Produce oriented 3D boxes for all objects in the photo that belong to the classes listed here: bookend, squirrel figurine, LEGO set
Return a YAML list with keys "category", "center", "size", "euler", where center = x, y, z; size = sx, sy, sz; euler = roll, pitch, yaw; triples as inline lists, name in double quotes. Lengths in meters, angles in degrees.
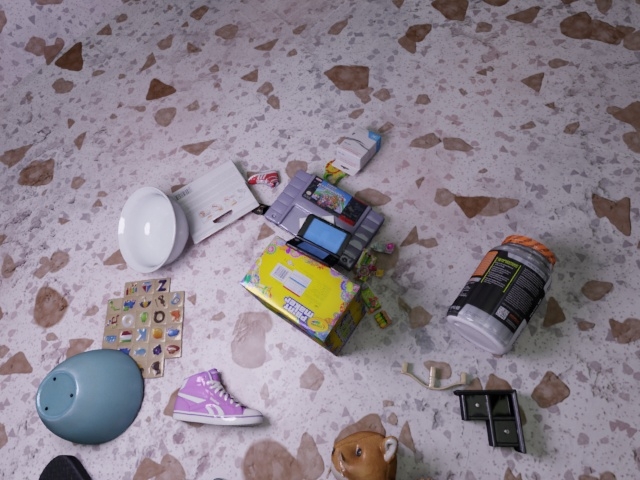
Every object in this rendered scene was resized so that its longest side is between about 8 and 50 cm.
- category: "bookend"
  center: [0.453, 0.486, 1.137]
  size: [0.158, 0.072, 0.156]
  euler: [-3, 67, 9]
- category: "squirrel figurine"
  center: [0.170, 0.679, 1.030]
  size: [0.398, 0.281, 0.369]
  euler: [7, 57, 2]
- category: "LEGO set"
  center: [0.162, 0.128, 1.323]
  size: [0.132, 0.107, 0.286]
  euler: [1, 67, 10]

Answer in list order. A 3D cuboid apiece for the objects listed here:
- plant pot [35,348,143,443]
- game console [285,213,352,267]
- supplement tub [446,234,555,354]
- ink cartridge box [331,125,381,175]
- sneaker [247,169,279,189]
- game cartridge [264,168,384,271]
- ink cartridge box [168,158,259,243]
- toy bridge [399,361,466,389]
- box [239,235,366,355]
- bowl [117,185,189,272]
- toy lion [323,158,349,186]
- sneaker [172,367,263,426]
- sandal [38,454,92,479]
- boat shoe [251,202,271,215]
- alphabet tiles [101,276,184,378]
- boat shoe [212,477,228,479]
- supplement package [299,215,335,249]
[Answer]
- category: "plant pot"
  center: [-0.724, 0.467, 1.269]
  size: [0.291, 0.195, 0.289]
  euler: [-4, 69, 10]
- category: "game console"
  center: [-0.003, -0.002, 1.158]
  size: [0.144, 0.124, 0.085]
  euler: [27, 108, 12]
- category: "supplement tub"
  center: [0.523, 0.149, 1.205]
  size: [0.194, 0.193, 0.316]
  euler: [34, 77, 21]
- category: "ink cartridge box"
  center: [0.130, -0.328, 1.532]
  size: [0.104, 0.060, 0.180]
  euler: [30, 62, 20]
- category: "sneaker"
  center: [-0.212, -0.218, 1.572]
  size: [0.119, 0.042, 0.066]
  euler: [-17, 62, 0]
- category: "game cartridge"
  center: [0.014, -0.080, 1.445]
  size: [0.355, 0.068, 0.230]
  euler: [32, 79, 13]
- category: "ink cartridge box"
  center: [-0.389, -0.140, 1.560]
  size: [0.275, 0.060, 0.238]
  euler: [-32, 70, -5]
- category: "toy bridge"
  center: [0.325, 0.400, 1.222]
  size: [0.189, 0.026, 0.063]
  euler: [6, 69, 13]
- category: "box"
  center: [-0.037, 0.171, 1.243]
  size: [0.290, 0.279, 0.177]
  euler: [30, 75, 21]
- category: "bowl"
  center: [-0.561, -0.035, 1.474]
  size: [0.298, 0.134, 0.297]
  euler: [-2, 87, 31]
- category: "toy lion"
  center: [0.050, -0.253, 1.552]
  size: [0.100, 0.034, 0.096]
  euler: [-43, 60, -10]
- category: "sneaker"
  center: [-0.300, 0.468, 1.259]
  size: [0.283, 0.102, 0.160]
  euler: [3, 64, 11]
- category: "sandal"
  center: [-0.644, 0.783, 1.191]
  size: [0.446, 0.107, 0.167]
  euler: [31, 76, 33]
- category: "boat shoe"
  center: [-0.205, -0.111, 1.526]
  size: [0.133, 0.042, 0.048]
  euler: [21, 74, 19]
- category: "alphabet tiles"
  center: [-0.605, 0.296, 1.433]
  size: [0.286, 0.011, 0.341]
  euler: [-8, 66, 6]
- category: "boat shoe"
  center: [-0.165, 0.728, 1.142]
  size: [0.320, 0.116, 0.099]
  euler: [16, 27, 23]
- category: "supplement package"
  center: [0.000, 0.000, 1.291]
  size: [0.105, 0.179, 0.105]
  euler: [-5, 77, 6]
